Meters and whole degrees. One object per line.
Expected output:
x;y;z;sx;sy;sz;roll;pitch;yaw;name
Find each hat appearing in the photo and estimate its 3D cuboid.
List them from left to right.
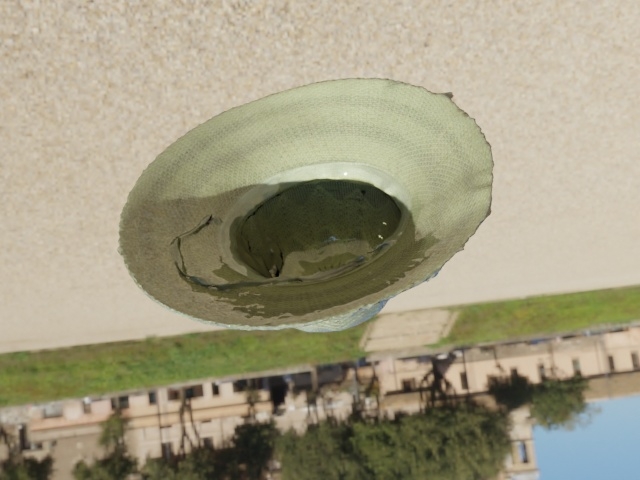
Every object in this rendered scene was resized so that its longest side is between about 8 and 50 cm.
0.000;0.000;0.562;0.252;0.252;0.110;-8;130;8;hat
